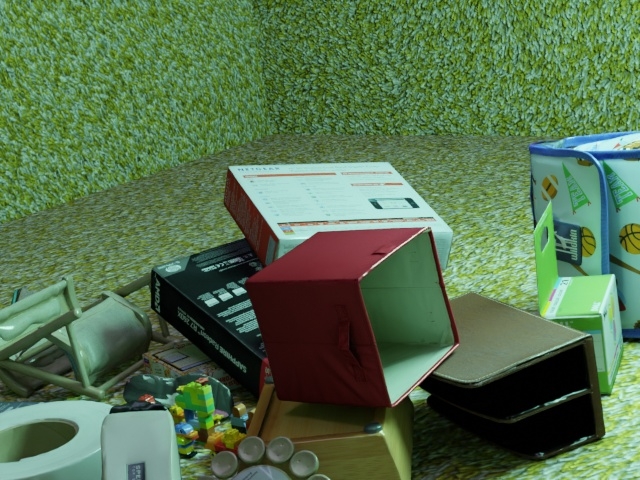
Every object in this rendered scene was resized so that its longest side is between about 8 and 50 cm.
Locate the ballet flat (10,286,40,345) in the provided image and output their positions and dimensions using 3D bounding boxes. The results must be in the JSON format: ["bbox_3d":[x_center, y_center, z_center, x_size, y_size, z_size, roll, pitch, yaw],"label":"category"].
[{"bbox_3d":[-0.565,0.178,2.548,0.106,0.108,0.316,10,18,-8],"label":"ballet flat"}]

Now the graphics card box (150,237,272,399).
[{"bbox_3d":[-0.095,0.130,2.211,0.232,0.094,0.371,-20,39,-35],"label":"graphics card box"}]

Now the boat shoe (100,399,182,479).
[{"bbox_3d":[-0.208,0.366,1.565,0.127,0.158,0.341,-3,43,2],"label":"boat shoe"}]

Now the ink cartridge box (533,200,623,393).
[{"bbox_3d":[0.392,0.083,1.990,0.097,0.255,0.189,-3,16,20],"label":"ink cartridge box"}]

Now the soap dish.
[{"bbox_3d":[0.008,0.270,1.773,0.228,0.118,0.291,-7,16,7],"label":"soap dish"}]

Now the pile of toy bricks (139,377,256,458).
[{"bbox_3d":[-0.178,0.255,1.961,0.212,0.105,0.118,3,18,39],"label":"pile of toy bricks"}]

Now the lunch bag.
[{"bbox_3d":[0.533,-0.012,2.147,0.385,0.328,0.239,1,13,30],"label":"lunch bag"}]

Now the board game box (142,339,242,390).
[{"bbox_3d":[-0.200,0.215,2.251,0.146,0.045,0.193,-16,16,-28],"label":"board game box"}]

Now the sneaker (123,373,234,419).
[{"bbox_3d":[-0.219,0.249,2.093,0.178,0.072,0.077,10,-14,14],"label":"sneaker"}]

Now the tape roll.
[{"bbox_3d":[-0.406,0.324,1.843,0.286,0.100,0.286,-8,14,2],"label":"tape roll"}]

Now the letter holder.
[{"bbox_3d":[0.220,0.200,1.859,0.214,0.152,0.302,-17,17,-23],"label":"letter holder"}]

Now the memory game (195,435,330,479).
[{"bbox_3d":[-0.075,0.324,1.600,0.186,0.012,0.186,-8,56,12],"label":"memory game"}]

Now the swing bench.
[{"bbox_3d":[-0.432,0.167,2.356,0.254,0.165,0.253,-6,14,33],"label":"swing bench"}]

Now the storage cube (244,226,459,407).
[{"bbox_3d":[0.043,0.099,1.754,0.193,0.184,0.215,-2,22,38],"label":"storage cube"}]

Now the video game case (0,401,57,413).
[{"bbox_3d":[-0.536,0.309,2.131,0.274,0.026,0.196,-2,16,22],"label":"video game case"}]

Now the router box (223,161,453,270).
[{"bbox_3d":[0.027,-0.043,2.382,0.335,0.082,0.301,-2,28,-21],"label":"router box"}]
